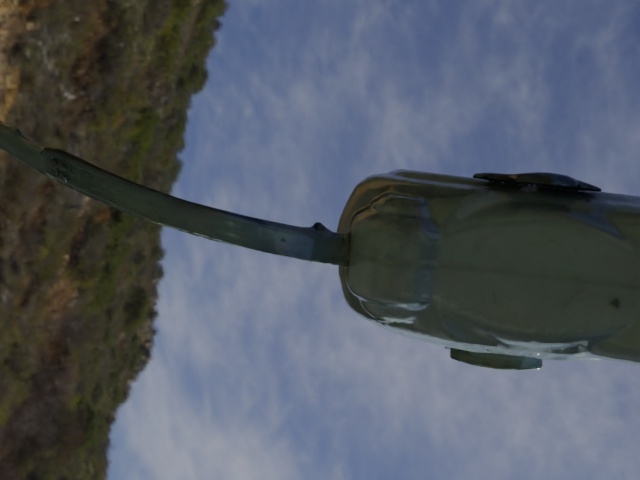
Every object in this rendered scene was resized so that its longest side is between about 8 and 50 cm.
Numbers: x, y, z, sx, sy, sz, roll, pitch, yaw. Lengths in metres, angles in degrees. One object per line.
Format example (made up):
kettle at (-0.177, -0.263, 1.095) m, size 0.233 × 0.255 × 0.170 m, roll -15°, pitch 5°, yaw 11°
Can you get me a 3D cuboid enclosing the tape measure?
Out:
tape measure at (0.000, 0.001, 0.426) m, size 0.164 × 0.331 × 0.084 m, roll 22°, pitch 75°, yaw -81°
